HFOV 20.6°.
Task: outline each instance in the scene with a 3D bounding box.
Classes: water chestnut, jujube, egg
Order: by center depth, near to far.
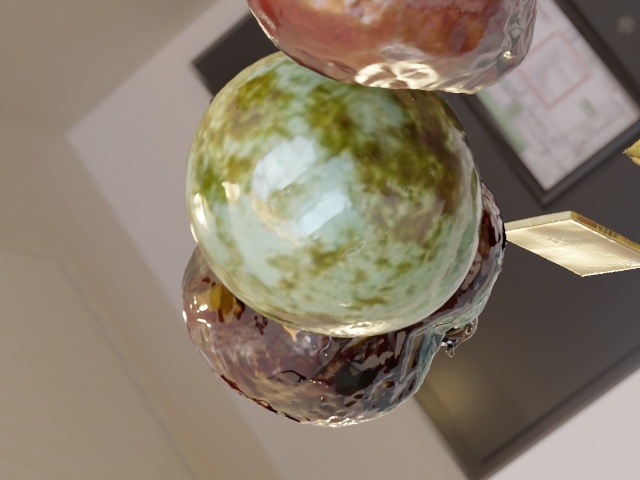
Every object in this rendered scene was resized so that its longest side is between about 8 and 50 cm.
[{"bbox_3d":[0.056,-0.173,1.157,0.190,0.190,0.255,59,-165,27],"label":"jujube"},{"bbox_3d":[0.019,-0.036,1.467,0.289,0.238,0.238,33,-157,-53],"label":"egg"},{"bbox_3d":[0.000,0.000,1.735,0.347,0.335,0.335,53,-167,-22],"label":"water chestnut"}]

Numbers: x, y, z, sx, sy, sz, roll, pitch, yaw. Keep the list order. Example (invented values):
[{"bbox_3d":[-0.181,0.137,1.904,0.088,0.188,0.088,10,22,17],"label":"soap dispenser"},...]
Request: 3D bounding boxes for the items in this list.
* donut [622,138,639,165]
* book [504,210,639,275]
[{"bbox_3d":[0.405,-0.055,1.827,0.181,0.078,0.146,38,-174,-25],"label":"donut"},{"bbox_3d":[0.298,0.005,2.044,0.172,0.118,0.012,24,-115,-40],"label":"book"}]
